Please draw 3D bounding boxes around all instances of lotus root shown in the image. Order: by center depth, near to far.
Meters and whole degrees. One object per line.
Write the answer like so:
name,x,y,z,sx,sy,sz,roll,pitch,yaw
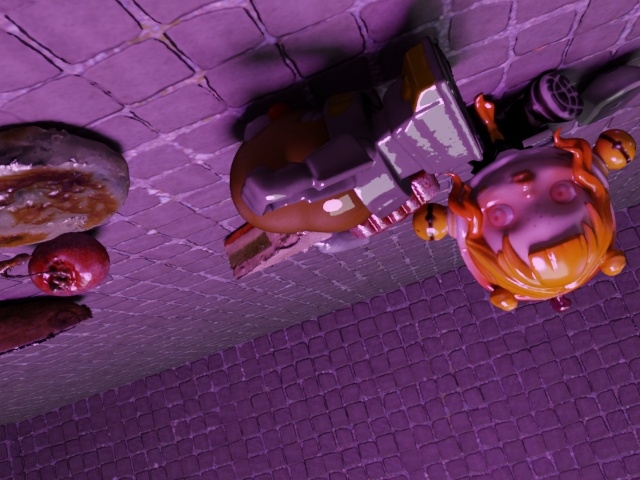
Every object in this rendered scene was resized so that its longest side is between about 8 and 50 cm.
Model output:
lotus root,-0.574,0.154,1.016,0.167,0.078,0.329,-1,-169,39

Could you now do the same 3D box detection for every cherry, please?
cherry,-0.349,0.034,0.761,0.107,0.090,0.225,1,-179,-9

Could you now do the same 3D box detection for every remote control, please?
remote control,0.438,-0.156,1.155,0.102,0.056,0.277,-24,166,22

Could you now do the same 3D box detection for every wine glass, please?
wine glass,0.000,0.000,1.183,0.262,0.074,0.074,-9,163,-37

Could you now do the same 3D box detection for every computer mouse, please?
computer mouse,0.452,-0.232,0.886,0.089,0.056,0.181,-22,171,9

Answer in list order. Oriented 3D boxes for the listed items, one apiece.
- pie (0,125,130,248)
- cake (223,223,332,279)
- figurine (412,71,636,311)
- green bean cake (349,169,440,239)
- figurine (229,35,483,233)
pie,-0.328,-0.049,0.622,0.240,0.054,0.240,-19,166,-5
cake,-0.089,-0.007,0.996,0.220,0.086,0.117,-21,166,12
figurine,0.298,-0.052,0.826,0.320,0.323,0.196,-21,165,14
green bean cake,0.087,-0.071,0.774,0.135,0.136,0.056,-34,118,12
figurine,0.026,-0.098,0.640,0.284,0.167,0.342,-25,165,22
